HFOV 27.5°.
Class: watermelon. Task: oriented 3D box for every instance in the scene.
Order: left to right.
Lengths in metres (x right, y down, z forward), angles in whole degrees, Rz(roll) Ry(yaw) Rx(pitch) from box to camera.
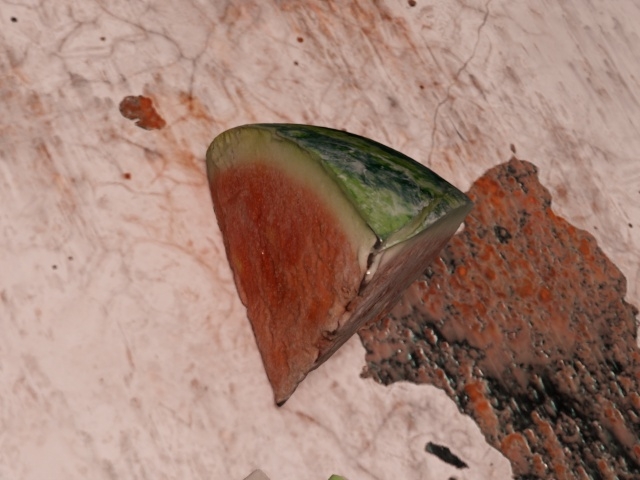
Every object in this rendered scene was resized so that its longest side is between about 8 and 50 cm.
[{"bbox_3d":[0.000,0.000,1.150,0.193,0.310,0.232,-36,118,-37],"label":"watermelon"}]

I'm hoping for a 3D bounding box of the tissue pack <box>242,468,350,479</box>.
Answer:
[{"bbox_3d":[-0.058,0.282,0.962,0.145,0.159,0.229,40,52,2],"label":"tissue pack"}]
